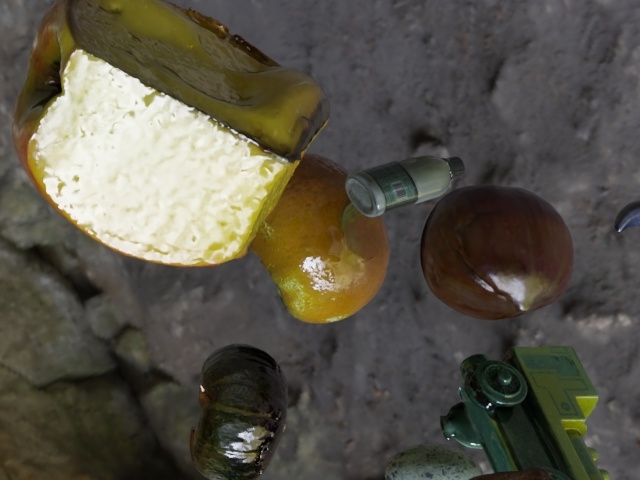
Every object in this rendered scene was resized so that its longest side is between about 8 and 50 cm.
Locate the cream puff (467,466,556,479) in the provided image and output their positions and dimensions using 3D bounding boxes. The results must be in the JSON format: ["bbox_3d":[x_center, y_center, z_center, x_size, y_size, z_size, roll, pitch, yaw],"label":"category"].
[{"bbox_3d":[0.264,0.373,1.310,0.241,0.155,0.269,45,180,32],"label":"cream puff"}]

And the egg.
[{"bbox_3d":[0.188,0.397,1.899,0.172,0.132,0.132,16,139,17],"label":"egg"}]

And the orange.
[{"bbox_3d":[0.005,0.000,2.197,0.196,0.262,0.334,13,132,56],"label":"orange"}]

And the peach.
[{"bbox_3d":[-0.169,-0.129,1.363,0.242,0.380,0.306,-57,29,28],"label":"peach"}]

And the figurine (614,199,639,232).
[{"bbox_3d":[0.466,-0.001,1.373,0.175,0.197,0.265,3,149,43],"label":"figurine"}]

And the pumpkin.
[{"bbox_3d":[-0.134,0.293,1.949,0.238,0.159,0.238,-174,90,-78],"label":"pumpkin"}]

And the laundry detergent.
[{"bbox_3d":[0.159,-0.107,2.036,0.099,0.225,0.070,39,137,42],"label":"laundry detergent"}]

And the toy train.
[{"bbox_3d":[0.335,0.320,1.716,0.369,0.237,0.150,-111,34,-41],"label":"toy train"}]

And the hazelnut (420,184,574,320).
[{"bbox_3d":[0.270,0.024,1.741,0.229,0.229,0.229,49,154,34],"label":"hazelnut"}]
